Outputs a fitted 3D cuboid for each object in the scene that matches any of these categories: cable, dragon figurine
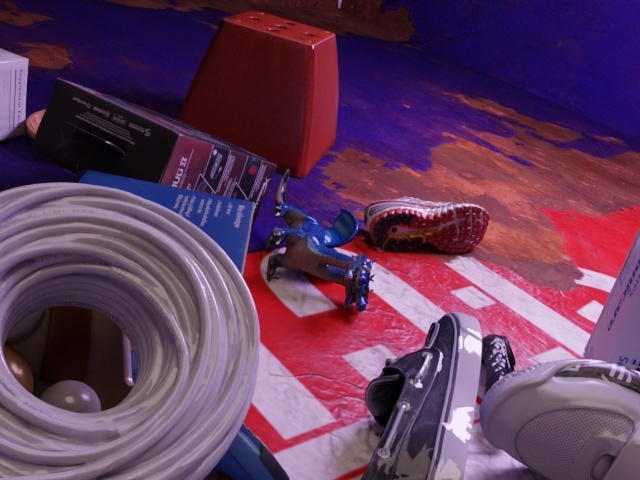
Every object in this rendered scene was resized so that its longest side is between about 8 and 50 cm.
[{"bbox_3d":[-0.174,0.080,0.519,0.257,0.089,0.257,14,53,-18],"label":"cable"},{"bbox_3d":[0.000,0.000,1.026,0.144,0.085,0.289,9,27,-10],"label":"dragon figurine"}]

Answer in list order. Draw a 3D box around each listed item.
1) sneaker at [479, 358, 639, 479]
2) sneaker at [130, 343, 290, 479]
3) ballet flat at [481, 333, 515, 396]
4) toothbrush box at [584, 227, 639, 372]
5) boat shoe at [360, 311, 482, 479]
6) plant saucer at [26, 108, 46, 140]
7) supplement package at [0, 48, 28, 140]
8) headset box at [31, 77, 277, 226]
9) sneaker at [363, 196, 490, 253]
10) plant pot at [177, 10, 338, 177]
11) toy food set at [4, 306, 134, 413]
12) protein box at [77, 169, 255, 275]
[{"bbox_3d":[0.323,0.238,0.647,0.365,0.137,0.210,20,23,4],"label":"sneaker"},{"bbox_3d":[-0.124,0.175,0.653,0.209,0.069,0.082,33,63,17],"label":"sneaker"},{"bbox_3d":[0.205,0.169,0.851,0.049,0.057,0.173,-23,16,19],"label":"ballet flat"},{"bbox_3d":[0.504,0.125,0.881,0.295,0.216,0.126,17,25,9],"label":"toothbrush box"},{"bbox_3d":[0.098,0.160,0.742,0.102,0.108,0.301,19,33,6],"label":"boat shoe"},{"bbox_3d":[-0.395,-0.176,1.237,0.199,0.037,0.200,12,25,-6],"label":"plant saucer"},{"bbox_3d":[-0.589,-0.221,1.111,0.133,0.139,0.244,23,26,18],"label":"supplement package"},{"bbox_3d":[-0.229,-0.117,1.014,0.218,0.110,0.293,26,7,23],"label":"headset box"},{"bbox_3d":[0.176,-0.038,1.191,0.225,0.088,0.093,4,26,-21],"label":"sneaker"},{"bbox_3d":[-0.100,-0.304,1.419,0.267,0.236,0.267,17,25,8],"label":"plant pot"},{"bbox_3d":[-0.286,0.085,0.561,0.306,0.092,0.220,1,70,-26],"label":"toy food set"},{"bbox_3d":[-0.187,0.036,0.798,0.201,0.136,0.200,11,25,-6],"label":"protein box"}]
